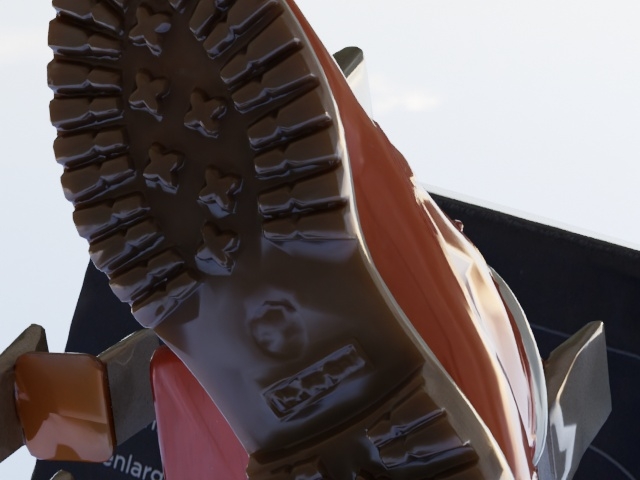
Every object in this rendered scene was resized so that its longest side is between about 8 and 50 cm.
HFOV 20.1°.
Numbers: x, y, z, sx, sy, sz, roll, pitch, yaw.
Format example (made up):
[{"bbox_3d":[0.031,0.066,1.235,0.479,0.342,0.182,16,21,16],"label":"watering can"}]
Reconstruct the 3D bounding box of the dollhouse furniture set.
[{"bbox_3d":[-0.028,0.062,0.715,0.262,0.259,0.135,-1,-161,20],"label":"dollhouse furniture set"}]

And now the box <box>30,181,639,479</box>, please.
[{"bbox_3d":[0.082,0.216,1.074,0.480,0.472,0.297,17,-176,31],"label":"box"}]

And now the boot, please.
[{"bbox_3d":[0.000,0.000,0.382,0.059,0.158,0.084,-24,-174,25],"label":"boot"}]
